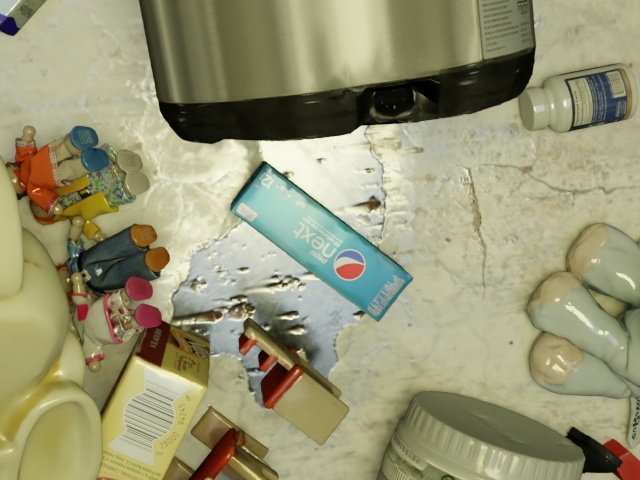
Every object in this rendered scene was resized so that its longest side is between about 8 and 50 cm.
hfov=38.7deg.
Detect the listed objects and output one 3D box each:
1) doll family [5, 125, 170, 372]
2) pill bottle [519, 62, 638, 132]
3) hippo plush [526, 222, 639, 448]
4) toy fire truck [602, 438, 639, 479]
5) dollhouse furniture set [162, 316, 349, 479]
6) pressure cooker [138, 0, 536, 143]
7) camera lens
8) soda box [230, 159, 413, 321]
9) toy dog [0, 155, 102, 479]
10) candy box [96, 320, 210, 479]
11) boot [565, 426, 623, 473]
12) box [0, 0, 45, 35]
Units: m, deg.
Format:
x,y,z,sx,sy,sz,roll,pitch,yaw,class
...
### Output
x,y,z,sx,sy,sz,roll,pitch,yaw,class
-0.245,0.002,0.973,0.163,0.118,0.263,-18,91,32,doll family
0.294,-0.160,1.042,0.120,0.067,0.067,-12,99,-4,pill bottle
0.372,0.131,1.005,0.234,0.236,0.294,-15,99,-4,hippo plush
0.374,0.360,1.134,0.135,0.047,0.192,-35,101,-2,toy fire truck
-0.103,0.225,0.957,0.135,0.262,0.259,39,90,-7,dollhouse furniture set
0.005,-0.319,0.826,0.376,0.370,0.420,-8,105,1,pressure cooker
0.156,0.333,1.019,0.219,0.219,0.274,16,96,-8,camera lens
0.000,0.000,1.031,0.210,0.071,0.067,38,93,-10,soda box
-0.408,0.031,0.839,0.285,0.408,0.395,-13,133,-33,toy dog
-0.224,0.255,0.986,0.087,0.183,0.316,27,94,-8,candy box
0.298,0.278,1.080,0.045,0.121,0.099,39,86,-7,boot
-0.333,-0.308,0.952,0.126,0.072,0.137,43,92,-9,box
